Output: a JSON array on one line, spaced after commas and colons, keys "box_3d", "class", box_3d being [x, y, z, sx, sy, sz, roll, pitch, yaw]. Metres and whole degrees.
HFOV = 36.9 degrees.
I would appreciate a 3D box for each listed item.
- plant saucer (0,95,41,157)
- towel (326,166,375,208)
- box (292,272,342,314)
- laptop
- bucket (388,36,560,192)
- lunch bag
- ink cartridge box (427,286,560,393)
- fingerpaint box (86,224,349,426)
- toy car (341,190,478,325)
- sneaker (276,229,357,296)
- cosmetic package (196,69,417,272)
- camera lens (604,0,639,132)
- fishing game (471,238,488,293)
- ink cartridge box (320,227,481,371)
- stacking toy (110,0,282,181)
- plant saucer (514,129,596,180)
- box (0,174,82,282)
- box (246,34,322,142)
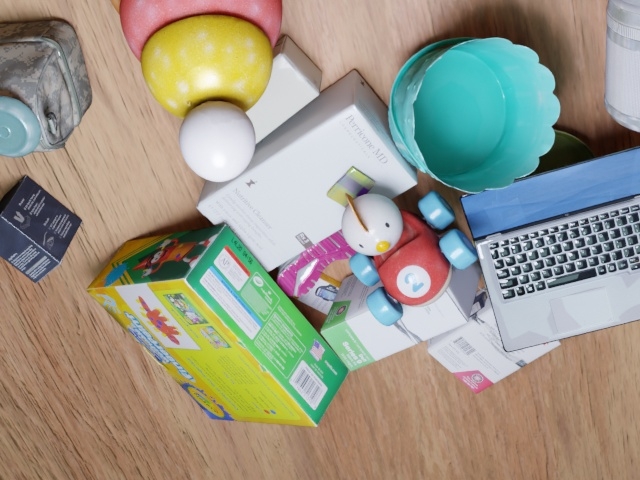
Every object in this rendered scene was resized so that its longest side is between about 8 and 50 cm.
[{"box_3d": [-0.545, -0.192, 1.657, 0.119, 0.021, 0.119, 3, 123, 4], "class": "plant saucer"}, {"box_3d": [0.056, -0.096, 1.791, 0.060, 0.009, 0.083, 32, 121, -17], "class": "towel"}, {"box_3d": [0.017, 0.123, 2.125, 0.136, 0.028, 0.081, 27, 123, -16], "class": "box"}, {"box_3d": [0.495, 0.028, 1.821, 0.382, 0.236, 0.408, -15, 104, 10], "class": "laptop"}, {"box_3d": [0.259, -0.226, 1.703, 0.281, 0.183, 0.281, -2, 99, -15], "class": "bucket"}, {"box_3d": [-0.608, -0.263, 1.780, 0.305, 0.256, 0.212, -1, 125, 7], "class": "lunch bag"}, {"box_3d": [0.378, 0.204, 2.098, 0.237, 0.100, 0.172, -37, 113, 27], "class": "ink cartridge box"}, {"box_3d": [-0.216, 0.188, 2.027, 0.371, 0.163, 0.445, -9, 129, 47], "class": "fingerpaint box"}, {"box_3d": [0.119, -0.001, 1.747, 0.219, 0.210, 0.238, -40, 134, 18], "class": "toy car"}, {"box_3d": [0.000, 0.000, 1.998, 0.252, 0.111, 0.103, -36, 125, 2], "class": "sneaker"}, {"box_3d": [-0.023, -0.128, 1.874, 0.385, 0.156, 0.217, -32, 117, 25], "class": "cosmetic package"}, {"box_3d": [0.598, -0.331, 1.629, 0.219, 0.219, 0.274, -4, 124, 9], "class": "camera lens"}, {"box_3d": [0.220, 0.062, 2.056, 0.264, 0.041, 0.189, -14, 115, 22], "class": "fishing game"}, {"box_3d": [0.168, 0.121, 1.955, 0.289, 0.211, 0.121, -26, 108, 29], "class": "ink cartridge box"}, {"box_3d": [-0.190, -0.309, 1.528, 0.350, 0.480, 0.350, -6, 153, -3], "class": "stacking toy"}, {"box_3d": [0.430, -0.123, 1.904, 0.241, 0.037, 0.241, 3, 124, 4], "class": "plant saucer"}, {"box_3d": [-0.607, -0.024, 2.008, 0.093, 0.156, 0.158, -35, 115, 27], "class": "box"}, {"box_3d": [-0.133, -0.258, 1.833, 0.275, 0.094, 0.113, -33, 116, 25], "class": "box"}]
